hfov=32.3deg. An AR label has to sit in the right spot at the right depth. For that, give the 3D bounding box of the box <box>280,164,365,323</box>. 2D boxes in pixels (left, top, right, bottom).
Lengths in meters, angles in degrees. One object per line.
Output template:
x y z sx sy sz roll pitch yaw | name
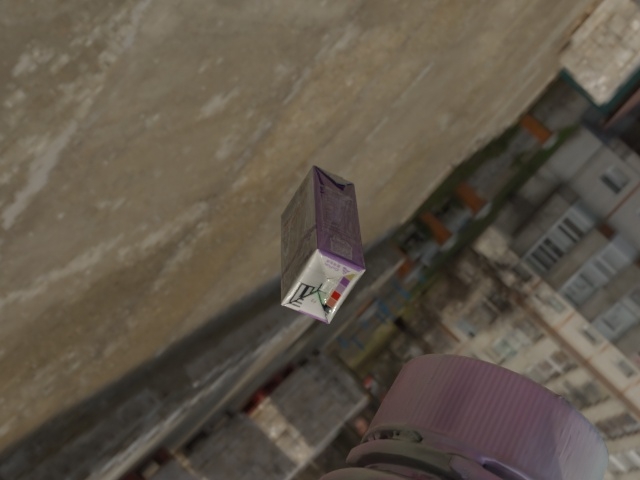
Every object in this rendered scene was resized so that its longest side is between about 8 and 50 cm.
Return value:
0.000 0.000 0.723 0.050 0.036 0.117 -56 -162 26 | box

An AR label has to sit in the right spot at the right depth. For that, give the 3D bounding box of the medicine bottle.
0.096 0.287 0.957 0.325 0.256 0.256 -58 179 -29 | medicine bottle
